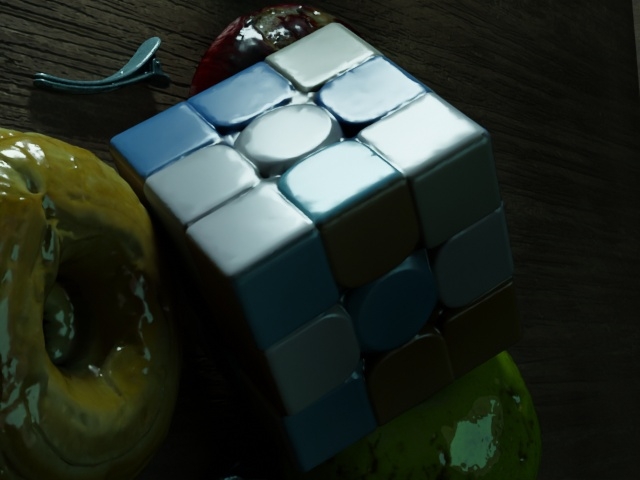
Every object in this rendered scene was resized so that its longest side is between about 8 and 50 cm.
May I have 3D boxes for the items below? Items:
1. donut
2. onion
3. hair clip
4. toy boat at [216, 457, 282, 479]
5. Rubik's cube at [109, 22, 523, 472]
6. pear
[{"bbox_3d":[-0.310,0.097,1.350,0.449,0.198,0.448,20,67,-57],"label":"donut"},{"bbox_3d":[-0.054,-0.181,1.785,0.314,0.232,0.313,-5,99,-36],"label":"onion"},{"bbox_3d":[-0.275,-0.208,1.606,0.229,0.039,0.070,-27,108,-54],"label":"hair clip"},{"bbox_3d":[-0.112,0.448,1.731,0.220,0.067,0.291,24,76,-52],"label":"toy boat"},{"bbox_3d":[0.000,0.000,1.536,0.347,0.347,0.344,-30,133,-16],"label":"Rubik's cube"},{"bbox_3d":[0.123,0.278,1.733,0.391,0.391,0.391,16,71,-55],"label":"pear"}]
